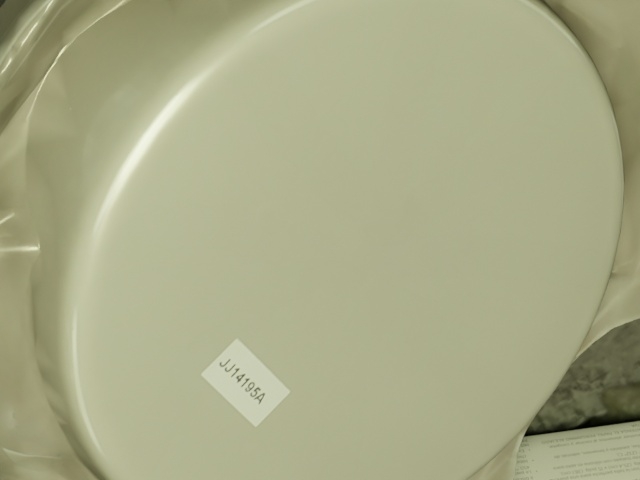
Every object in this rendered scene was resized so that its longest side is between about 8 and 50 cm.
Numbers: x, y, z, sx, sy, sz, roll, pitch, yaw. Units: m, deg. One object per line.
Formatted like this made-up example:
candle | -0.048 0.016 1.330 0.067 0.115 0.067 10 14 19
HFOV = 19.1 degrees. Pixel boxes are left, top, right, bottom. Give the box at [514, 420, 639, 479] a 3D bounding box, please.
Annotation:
box | 0.096 0.137 0.918 0.324 0.067 0.063 -8 123 -3

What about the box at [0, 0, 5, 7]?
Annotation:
box | -0.186 -0.003 0.815 0.216 0.060 0.270 -45 104 -9

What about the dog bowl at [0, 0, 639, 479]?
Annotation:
dog bowl | 0.000 0.000 0.760 0.348 0.102 0.349 -14 120 -25
